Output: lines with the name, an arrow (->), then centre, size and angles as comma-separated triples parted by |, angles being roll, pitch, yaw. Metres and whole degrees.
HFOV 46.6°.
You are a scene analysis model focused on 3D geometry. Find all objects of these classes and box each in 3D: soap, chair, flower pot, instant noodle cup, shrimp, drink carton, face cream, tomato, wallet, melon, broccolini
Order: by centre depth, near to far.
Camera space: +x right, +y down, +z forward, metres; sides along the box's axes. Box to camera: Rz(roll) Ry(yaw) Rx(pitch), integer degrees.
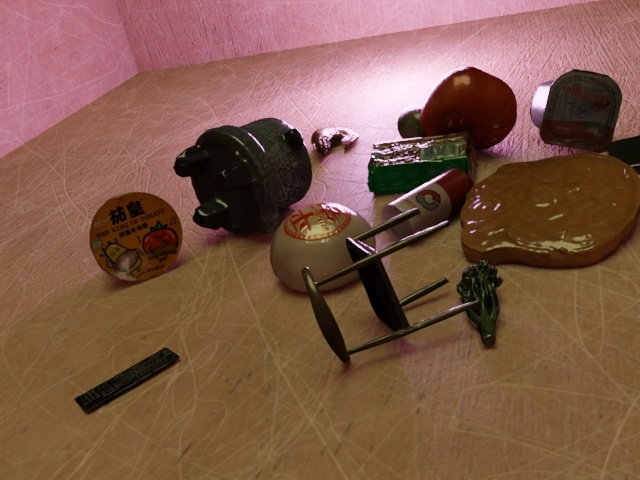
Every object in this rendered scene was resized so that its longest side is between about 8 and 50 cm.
chair -> 0.106, 0.078, 1.312 | 0.272, 0.188, 0.166 | -25, 15, -7
broccolini -> 0.291, 0.121, 1.330 | 0.091, 0.068, 0.202 | -18, 39, 20
face cream -> 0.245, -0.080, 1.678 | 0.214, 0.095, 0.096 | -30, 30, -30
wallet -> 0.802, -0.214, 1.729 | 0.245, 0.052, 0.168 | -9, 26, 20
instant noodle cup -> -0.457, -0.023, 1.806 | 0.216, 0.215, 0.172 | -22, 18, -16
flower pot -> -0.182, -0.150, 1.848 | 0.299, 0.298, 0.283 | 12, 27, 41
drink carton -> 0.640, -0.336, 1.894 | 0.186, 0.190, 0.189 | 8, 13, 1
soap -> 0.259, -0.197, 1.902 | 0.274, 0.098, 0.217 | -6, 27, 17
tomato -> 0.392, -0.349, 1.975 | 0.260, 0.260, 0.179 | 0, 63, 26
melon -> 0.280, -0.331, 2.139 | 0.114, 0.114, 0.167 | -16, 20, -4
shrimp -> 0.034, -0.304, 2.269 | 0.150, 0.068, 0.248 | 0, 24, 15

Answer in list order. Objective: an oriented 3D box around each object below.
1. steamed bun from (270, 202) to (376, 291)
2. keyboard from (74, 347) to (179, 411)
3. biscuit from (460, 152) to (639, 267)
steamed bun -> 0.000, 0.000, 1.583 | 0.232, 0.145, 0.231 | -11, 26, 6
keyboard -> -0.364, 0.257, 1.401 | 0.197, 0.015, 0.074 | -28, 29, -28
biscuit -> 0.478, -0.078, 1.559 | 0.365, 0.062, 0.385 | -1, 35, 26
